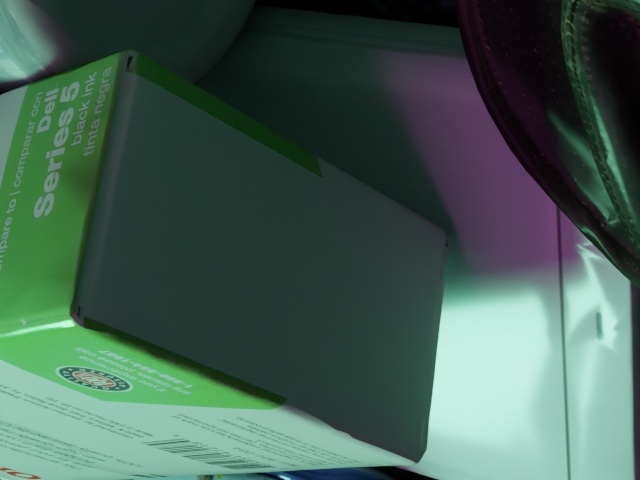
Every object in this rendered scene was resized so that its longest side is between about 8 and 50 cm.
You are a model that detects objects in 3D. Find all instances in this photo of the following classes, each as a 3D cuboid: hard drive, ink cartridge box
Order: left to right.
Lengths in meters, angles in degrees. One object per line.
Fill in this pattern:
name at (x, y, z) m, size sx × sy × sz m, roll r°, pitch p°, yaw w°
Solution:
ink cartridge box at (-0.111, 0.031, 0.682) m, size 0.273 × 0.114 × 0.198 m, roll -11°, pitch 153°, yaw 41°
hard drive at (0.000, 0.000, 0.757) m, size 0.353 × 0.047 × 0.233 m, roll 12°, pitch 123°, yaw 33°

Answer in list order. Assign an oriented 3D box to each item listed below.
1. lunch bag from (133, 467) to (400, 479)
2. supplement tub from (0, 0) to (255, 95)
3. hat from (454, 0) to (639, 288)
lunch bag at (0.004, 0.173, 0.863) m, size 0.219 × 0.090 × 0.176 m, roll 26°, pitch 164°, yaw -37°
supplement tub at (-0.192, -0.170, 0.702) m, size 0.316 × 0.193 × 0.193 m, roll 11°, pitch 132°, yaw 34°
hat at (0.156, -0.049, 0.484) m, size 0.331 × 0.134 × 0.331 m, roll 20°, pitch 133°, yaw 23°
